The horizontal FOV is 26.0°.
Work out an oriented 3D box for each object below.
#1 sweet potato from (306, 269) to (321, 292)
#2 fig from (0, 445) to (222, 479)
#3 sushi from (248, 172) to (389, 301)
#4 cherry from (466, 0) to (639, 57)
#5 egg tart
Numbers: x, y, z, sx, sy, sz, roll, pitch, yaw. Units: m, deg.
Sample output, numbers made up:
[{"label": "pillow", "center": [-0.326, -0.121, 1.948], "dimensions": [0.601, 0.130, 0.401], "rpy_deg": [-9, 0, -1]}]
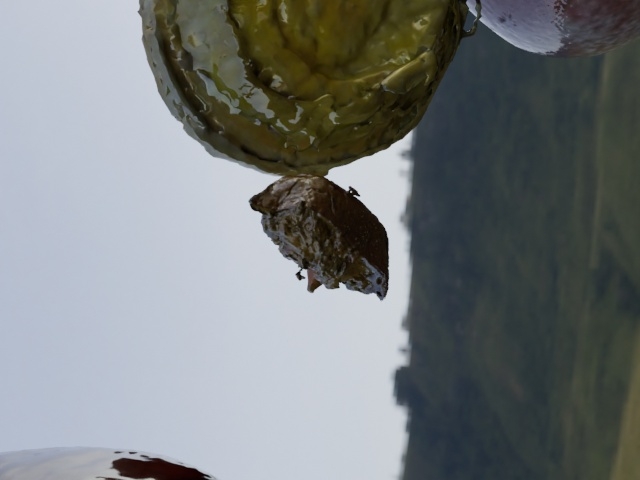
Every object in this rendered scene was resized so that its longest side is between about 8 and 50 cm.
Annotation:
[{"label": "sweet potato", "center": [0.009, 0.014, 1.441], "dimensions": [0.095, 0.034, 0.034], "rpy_deg": [-57, -30, -31]}, {"label": "fig", "center": [-0.085, 0.186, 0.481], "dimensions": [0.214, 0.235, 0.235], "rpy_deg": [25, -114, -27]}, {"label": "sushi", "center": [0.002, -0.001, 0.898], "dimensions": [0.061, 0.118, 0.060], "rpy_deg": [-44, 23, 53]}, {"label": "cherry", "center": [0.202, -0.266, 1.170], "dimensions": [0.285, 0.236, 0.213], "rpy_deg": [-109, 43, -84]}, {"label": "egg tart", "center": [0.010, -0.180, 1.013], "dimensions": [0.107, 0.290, 0.291], "rpy_deg": [-163, 76, -64]}]
